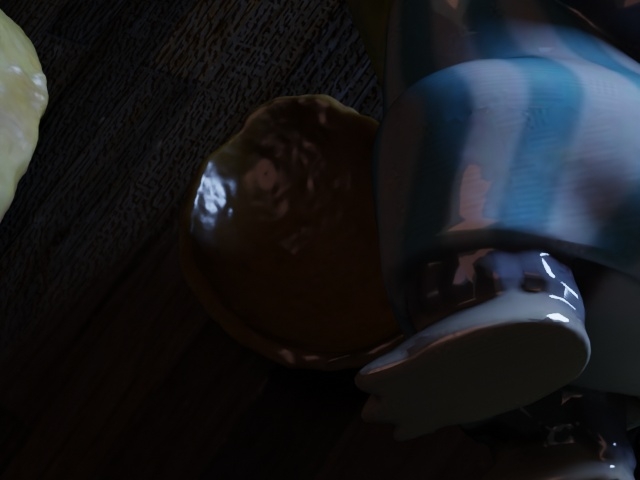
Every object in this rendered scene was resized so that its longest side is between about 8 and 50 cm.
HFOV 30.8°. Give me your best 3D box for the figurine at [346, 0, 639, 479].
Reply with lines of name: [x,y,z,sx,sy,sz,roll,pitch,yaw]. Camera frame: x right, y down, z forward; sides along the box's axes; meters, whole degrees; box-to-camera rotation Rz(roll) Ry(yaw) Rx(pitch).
figurine: [0.199,-0.099,0.457,0.377,0.266,0.361,-16,48,18]

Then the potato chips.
potato chips: [0.000,0.000,0.650,0.150,0.049,0.201,-43,47,-10]

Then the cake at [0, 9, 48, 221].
cake: [-0.395,-0.124,0.775,0.332,0.321,0.332,-13,55,19]
